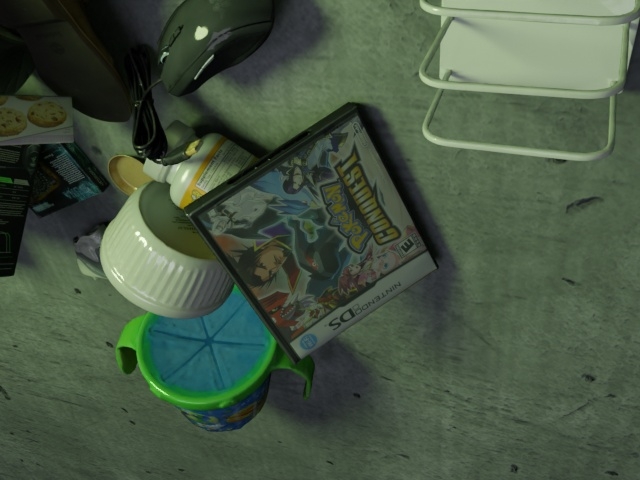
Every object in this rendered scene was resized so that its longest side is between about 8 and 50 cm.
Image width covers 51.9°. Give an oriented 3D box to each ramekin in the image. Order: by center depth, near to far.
[{"bbox_3d":[-0.205,0.002,0.962,0.207,0.207,0.109,32,126,-5],"label":"ramekin"}]

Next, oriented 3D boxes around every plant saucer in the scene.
[{"bbox_3d":[-0.294,-0.103,1.036,0.084,0.015,0.083,13,135,14],"label":"plant saucer"}]

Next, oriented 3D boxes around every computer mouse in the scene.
[{"bbox_3d":[-0.158,-0.196,0.781,0.262,0.060,0.184,-17,77,36],"label":"computer mouse"}]

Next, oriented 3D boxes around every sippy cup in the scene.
[{"bbox_3d":[-0.181,0.220,1.150,0.305,0.240,0.224,37,152,25],"label":"sippy cup"}]

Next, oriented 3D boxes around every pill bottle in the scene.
[{"bbox_3d":[-0.133,-0.075,0.913,0.208,0.117,0.117,32,136,-6],"label":"pill bottle"}]

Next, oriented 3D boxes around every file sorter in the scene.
[{"bbox_3d":[0.190,-0.229,0.581,0.193,0.173,0.277,10,134,18],"label":"file sorter"}]

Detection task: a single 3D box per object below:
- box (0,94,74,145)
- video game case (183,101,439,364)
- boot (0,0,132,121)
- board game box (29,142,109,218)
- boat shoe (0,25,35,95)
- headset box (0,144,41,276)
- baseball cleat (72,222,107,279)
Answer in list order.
[{"bbox_3d":[-0.447,-0.140,0.773,0.063,0.324,0.067,7,102,34],"label":"box"},{"bbox_3d":[0.000,0.000,0.868,0.248,0.035,0.274,-33,119,-4],"label":"video game case"},{"bbox_3d":[-0.315,-0.269,0.836,0.112,0.115,0.305,1,152,12],"label":"boot"},{"bbox_3d":[-0.454,-0.110,1.097,0.186,0.026,0.126,-14,123,34],"label":"board game box"},{"bbox_3d":[-0.457,-0.254,0.802,0.103,0.320,0.118,37,95,-3],"label":"boat shoe"},{"bbox_3d":[-0.576,-0.108,0.991,0.247,0.131,0.282,14,93,15],"label":"headset box"},{"bbox_3d":[-0.346,0.028,1.143,0.206,0.072,0.109,4,125,18],"label":"baseball cleat"}]
